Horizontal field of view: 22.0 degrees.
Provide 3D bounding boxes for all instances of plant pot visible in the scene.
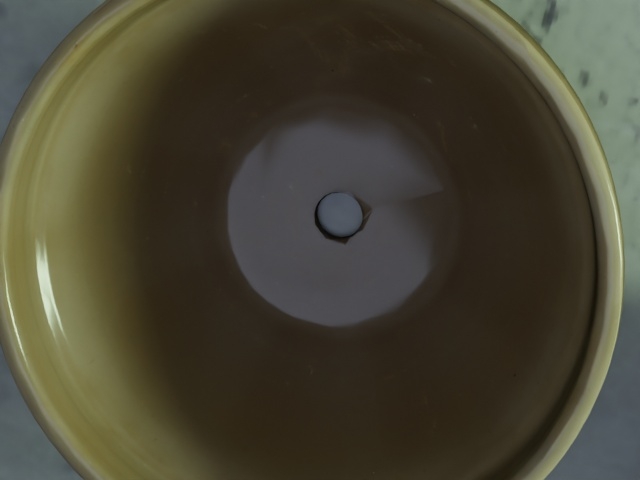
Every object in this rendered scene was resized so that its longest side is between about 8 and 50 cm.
[{"bbox_3d":[0.000,0.000,0.642,0.237,0.110,0.237,3,104,11],"label":"plant pot"}]
